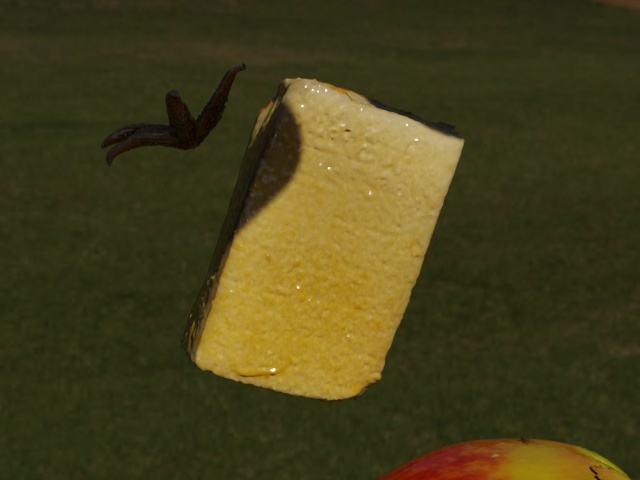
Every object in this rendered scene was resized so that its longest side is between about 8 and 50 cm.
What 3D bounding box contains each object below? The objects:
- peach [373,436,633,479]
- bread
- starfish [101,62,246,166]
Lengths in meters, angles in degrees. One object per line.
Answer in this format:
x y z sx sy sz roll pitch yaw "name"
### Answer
0.149 0.344 1.080 0.370 0.370 0.370 2 15 -1 "peach"
0.000 0.000 1.143 0.184 0.275 0.114 17 8 -17 "bread"
-0.104 -0.100 1.055 0.133 0.041 0.130 -27 -3 30 "starfish"
